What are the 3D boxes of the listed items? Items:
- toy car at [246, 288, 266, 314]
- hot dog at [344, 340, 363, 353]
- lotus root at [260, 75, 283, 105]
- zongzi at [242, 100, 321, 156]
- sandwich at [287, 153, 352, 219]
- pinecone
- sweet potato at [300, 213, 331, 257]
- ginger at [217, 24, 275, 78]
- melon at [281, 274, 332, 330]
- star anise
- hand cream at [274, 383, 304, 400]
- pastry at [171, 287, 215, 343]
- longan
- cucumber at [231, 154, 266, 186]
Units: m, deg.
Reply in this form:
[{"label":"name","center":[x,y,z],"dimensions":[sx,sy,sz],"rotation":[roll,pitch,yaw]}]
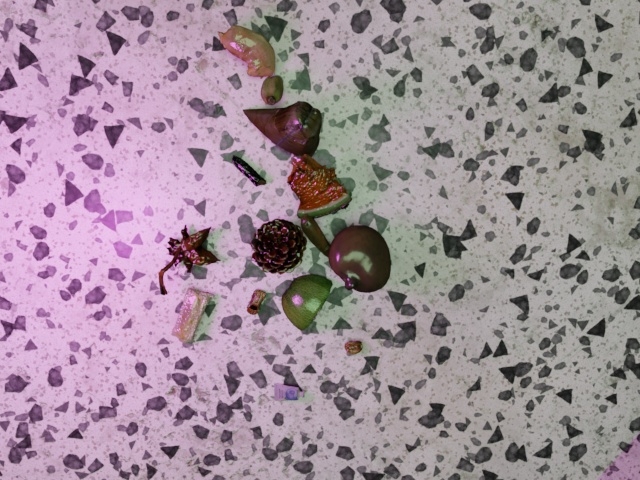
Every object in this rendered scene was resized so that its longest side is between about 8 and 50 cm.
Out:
[{"label":"toy car","center":[-0.288,0.276,1.894],"dimensions":[0.059,0.035,0.122],"rotation":[24,93,-9]},{"label":"hot dog","center":[0.152,0.486,1.941],"dimensions":[0.083,0.035,0.058],"rotation":[-7,93,-2]},{"label":"lotus root","center":[-0.199,-0.608,1.746],"dimensions":[0.090,0.183,0.077],"rotation":[-7,140,8]},{"label":"zongzi","center":[-0.165,-0.486,1.679],"dimensions":[0.360,0.323,0.160],"rotation":[31,79,0]},{"label":"sandwich","center":[-0.032,-0.241,1.790],"dimensions":[0.250,0.162,0.301],"rotation":[-24,128,12]},{"label":"pinecone","center":[-0.179,0.015,1.752],"dimensions":[0.246,0.292,0.246],"rotation":[0,77,1]},{"label":"sweet potato","center":[0.000,0.000,1.837],"dimensions":[0.075,0.075,0.273],"rotation":[-38,116,1]},{"label":"ginger","center":[-0.291,-0.777,1.730],"dimensions":[0.267,0.138,0.152],"rotation":[42,98,-11]},{"label":"melon","center":[-0.078,0.261,1.861],"dimensions":[0.169,0.129,0.265],"rotation":[32,95,-3]},{"label":"star anise","center":[-0.571,0.080,1.802],"dimensions":[0.237,0.148,0.346],"rotation":[36,81,-2]},{"label":"hand cream","center":[-0.144,0.699,1.946],"dimensions":[0.142,0.053,0.084],"rotation":[1,97,7]},{"label":"pastry","center":[-0.573,0.330,1.863],"dimensions":[0.121,0.089,0.258],"rotation":[26,91,7]},{"label":"longan","center":[0.164,0.085,1.783],"dimensions":[0.300,0.243,0.300],"rotation":[12,62,-24]},{"label":"cucumber","center":[-0.310,-0.297,1.825],"dimensions":[0.181,0.053,0.053],"rotation":[44,92,-4]}]
